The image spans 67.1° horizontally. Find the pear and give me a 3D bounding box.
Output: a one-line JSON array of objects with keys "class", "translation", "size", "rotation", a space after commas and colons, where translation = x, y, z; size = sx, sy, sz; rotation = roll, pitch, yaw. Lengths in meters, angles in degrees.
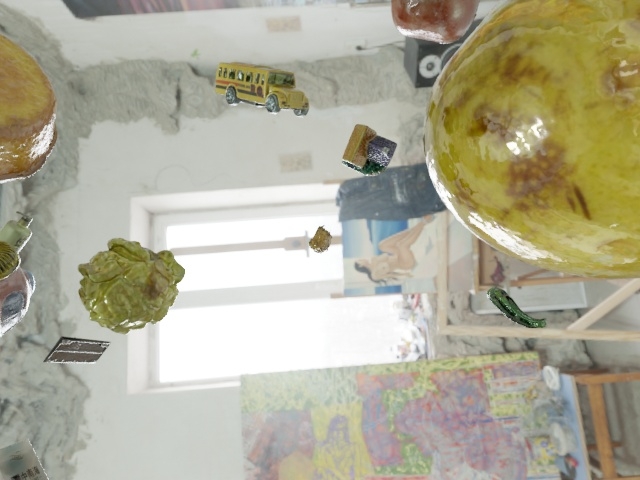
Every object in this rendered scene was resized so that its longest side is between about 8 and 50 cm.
[{"class": "pear", "translation": [0.230, -0.096, 0.416], "size": [0.281, 0.280, 0.281], "rotation": [176, 90, -89]}]

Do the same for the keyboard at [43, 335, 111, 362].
[{"class": "keyboard", "translation": [-0.533, 0.245, 1.073], "size": [0.064, 0.010, 0.198], "rotation": [-55, -13, -10]}]

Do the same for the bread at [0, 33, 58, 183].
[{"class": "bread", "translation": [-0.606, -0.234, 0.824], "size": [0.172, 0.312, 0.313], "rotation": [-40, 41, 38]}]

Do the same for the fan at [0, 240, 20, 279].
[{"class": "fan", "translation": [-0.612, 0.059, 0.856], "size": [0.039, 0.082, 0.155], "rotation": [92, -162, -44]}]

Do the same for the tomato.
[{"class": "tomato", "translation": [0.259, -0.584, 1.177], "size": [0.214, 0.155, 0.181], "rotation": [22, 114, 41]}]

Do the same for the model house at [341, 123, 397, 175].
[{"class": "model house", "translation": [0.102, -0.184, 1.014], "size": [0.100, 0.100, 0.088], "rotation": [-66, -1, -84]}]

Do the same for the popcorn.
[{"class": "popcorn", "translation": [-0.434, 0.095, 1.109], "size": [0.181, 0.216, 0.235], "rotation": [37, 164, 48]}]

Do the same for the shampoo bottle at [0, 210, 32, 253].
[{"class": "shampoo bottle", "translation": [-0.961, -0.013, 1.512], "size": [0.162, 0.079, 0.079], "rotation": [-52, 1, -1]}]

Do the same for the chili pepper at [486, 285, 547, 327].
[{"class": "chili pepper", "translation": [0.338, 0.117, 0.854], "size": [0.118, 0.055, 0.035], "rotation": [35, 130, 47]}]

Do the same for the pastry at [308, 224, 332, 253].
[{"class": "pastry", "translation": [0.000, 0.000, 1.388], "size": [0.080, 0.056, 0.140], "rotation": [-64, -11, -7]}]

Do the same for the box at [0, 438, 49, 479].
[{"class": "box", "translation": [-0.774, 0.649, 1.245], "size": [0.243, 0.067, 0.155], "rotation": [57, 175, 10]}]

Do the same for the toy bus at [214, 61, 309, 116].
[{"class": "toy bus", "translation": [-0.170, -0.438, 1.382], "size": [0.335, 0.121, 0.123], "rotation": [26, 116, 43]}]

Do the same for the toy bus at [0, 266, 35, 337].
[{"class": "toy bus", "translation": [-0.760, 0.101, 1.036], "size": [0.231, 0.294, 0.197], "rotation": [-34, -24, -54]}]
